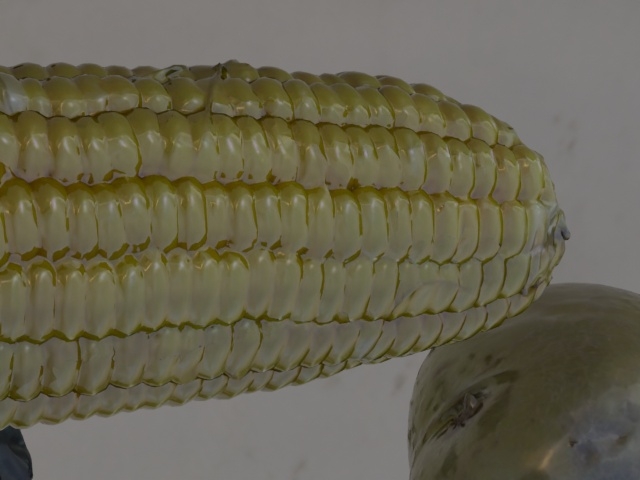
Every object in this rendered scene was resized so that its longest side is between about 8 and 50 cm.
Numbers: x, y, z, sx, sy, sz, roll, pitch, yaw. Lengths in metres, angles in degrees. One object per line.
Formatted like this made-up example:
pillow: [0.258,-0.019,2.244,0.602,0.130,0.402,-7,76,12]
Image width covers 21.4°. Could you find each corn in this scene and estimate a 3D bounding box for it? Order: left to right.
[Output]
corn: [-0.055,-0.002,0.346,0.231,0.080,0.080,-7,125,-27]

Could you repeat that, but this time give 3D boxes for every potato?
potato: [0.108,0.095,0.680,0.200,0.137,0.154,-66,138,-66]

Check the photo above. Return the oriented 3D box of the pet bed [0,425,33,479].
pet bed: [-0.343,0.188,1.525,0.053,0.201,0.201,-40,153,29]
